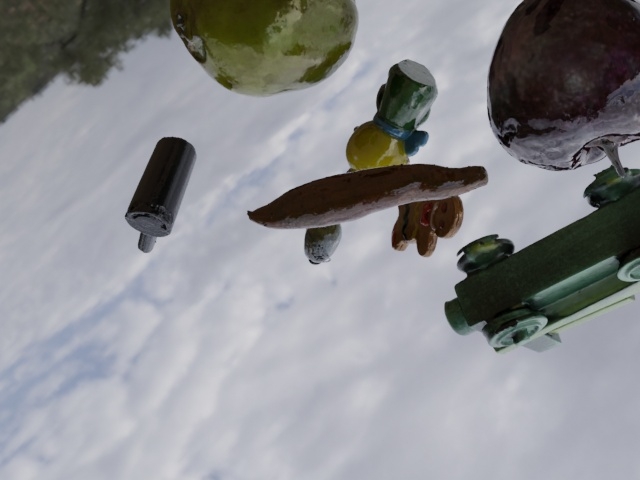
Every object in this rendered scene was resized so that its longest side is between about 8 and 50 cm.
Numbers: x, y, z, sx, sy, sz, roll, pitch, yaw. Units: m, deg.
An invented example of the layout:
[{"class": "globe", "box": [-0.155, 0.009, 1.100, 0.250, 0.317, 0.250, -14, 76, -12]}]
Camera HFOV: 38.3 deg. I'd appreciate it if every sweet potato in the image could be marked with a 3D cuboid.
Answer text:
[{"class": "sweet potato", "box": [0.046, -0.050, 0.988, 0.265, 0.057, 0.057, -11, -149, 14]}]

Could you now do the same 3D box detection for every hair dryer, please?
[{"class": "hair dryer", "box": [-0.322, -0.059, 1.783, 0.251, 0.089, 0.197, 122, -16, -52]}]

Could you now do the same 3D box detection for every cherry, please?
[{"class": "cherry", "box": [0.254, -0.164, 0.916, 0.195, 0.195, 0.195, -35, -157, 17]}]

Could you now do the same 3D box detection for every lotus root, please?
[{"class": "lotus root", "box": [0.002, 0.002, 2.015, 0.088, 0.088, 0.165, -59, 172, -37]}]

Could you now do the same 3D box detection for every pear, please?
[{"class": "pear", "box": [-0.090, -0.367, 1.529, 0.321, 0.269, 0.269, -3, -174, -25]}]

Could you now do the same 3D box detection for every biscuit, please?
[{"class": "biscuit", "box": [0.206, -0.050, 1.819, 0.250, 0.036, 0.165, -171, -89, -68]}]

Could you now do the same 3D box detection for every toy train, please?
[{"class": "toy train", "box": [0.380, 0.043, 1.334, 0.397, 0.253, 0.160, -31, -119, 25]}]

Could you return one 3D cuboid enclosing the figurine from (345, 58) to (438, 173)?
[{"class": "figurine", "box": [0.120, -0.202, 1.652, 0.185, 0.127, 0.234, -89, -162, -63]}]
